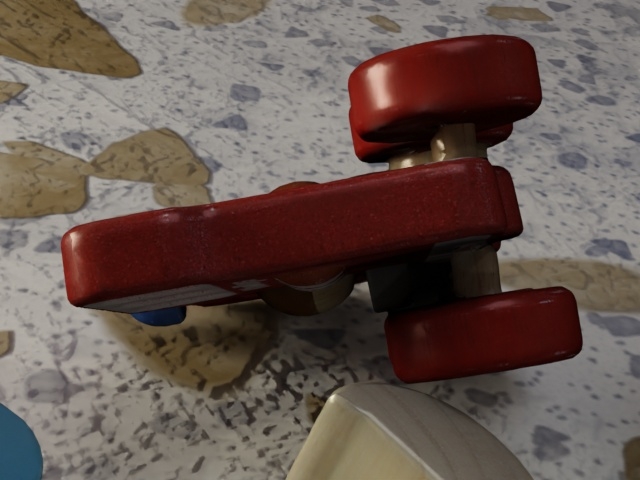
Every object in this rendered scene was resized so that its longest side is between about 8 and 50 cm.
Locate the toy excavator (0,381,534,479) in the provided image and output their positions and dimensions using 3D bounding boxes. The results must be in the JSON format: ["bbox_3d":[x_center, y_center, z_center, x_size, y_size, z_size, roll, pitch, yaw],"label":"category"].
[{"bbox_3d":[-0.149,0.141,0.535,0.445,0.222,0.433,28,31,3],"label":"toy excavator"}]

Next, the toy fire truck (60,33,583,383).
[{"bbox_3d":[0.000,0.000,0.783,0.254,0.169,0.302,-9,-3,1],"label":"toy fire truck"}]
